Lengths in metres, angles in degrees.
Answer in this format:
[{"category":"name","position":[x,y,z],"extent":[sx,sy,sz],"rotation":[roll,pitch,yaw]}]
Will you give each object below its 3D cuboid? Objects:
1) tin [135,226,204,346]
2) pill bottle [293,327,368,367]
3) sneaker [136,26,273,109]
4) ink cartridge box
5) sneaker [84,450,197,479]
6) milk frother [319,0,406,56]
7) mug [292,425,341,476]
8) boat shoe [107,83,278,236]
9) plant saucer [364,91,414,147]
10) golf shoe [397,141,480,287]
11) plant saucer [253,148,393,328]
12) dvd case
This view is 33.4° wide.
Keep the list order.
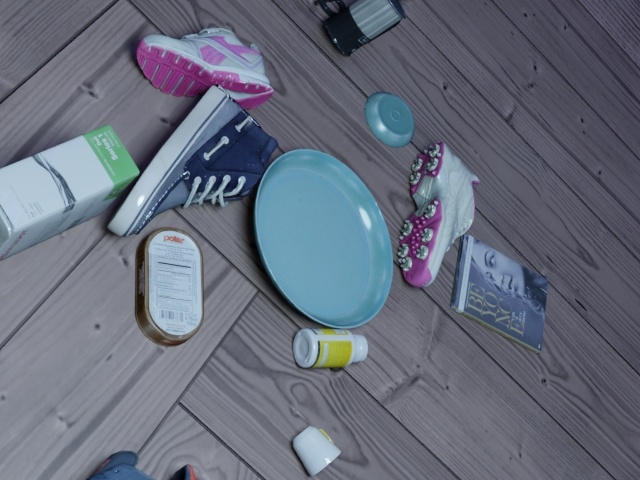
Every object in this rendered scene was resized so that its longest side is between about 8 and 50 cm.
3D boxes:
[{"category":"tin","position":[-0.231,0.069,1.653],"extent":[0.106,0.040,0.190],"rotation":[12,63,-35]},{"category":"pill bottle","position":[0.018,0.178,1.759],"extent":[0.116,0.065,0.065],"rotation":[4,67,-33]},{"category":"sneaker","position":[-0.200,-0.307,1.811],"extent":[0.252,0.103,0.111],"rotation":[13,58,-37]},{"category":"ink cartridge box","position":[-0.392,-0.062,1.516],"extent":[0.219,0.160,0.093],"rotation":[-30,87,-40]},{"category":"sneaker","position":[-0.310,0.357,1.419],"extent":[0.350,0.131,0.148],"rotation":[10,57,-38]},{"category":"milk frother","position":[0.075,-0.448,2.035],"extent":[0.143,0.134,0.129],"rotation":[58,19,-3]},{"category":"mug","position":[-0.011,0.329,1.685],"extent":[0.062,0.078,0.064],"rotation":[-39,85,-7]},{"category":"boat shoe","position":[-0.190,-0.099,1.695],"extent":[0.158,0.127,0.341],"rotation":[38,53,-9]},{"category":"plant saucer","position":[0.140,-0.238,2.061],"extent":[0.119,0.021,0.119],"rotation":[15,62,-30]},{"category":"golf shoe","position":[0.231,-0.037,1.979],"extent":[0.140,0.115,0.306],"rotation":[30,56,-25]},{"category":"plant saucer","position":[0.000,0.000,1.814],"extent":[0.317,0.043,0.318],"rotation":[21,58,-38]},{"category":"dvd case","position":[0.349,0.102,2.057],"extent":[0.221,0.018,0.165],"rotation":[28,56,-22]}]
